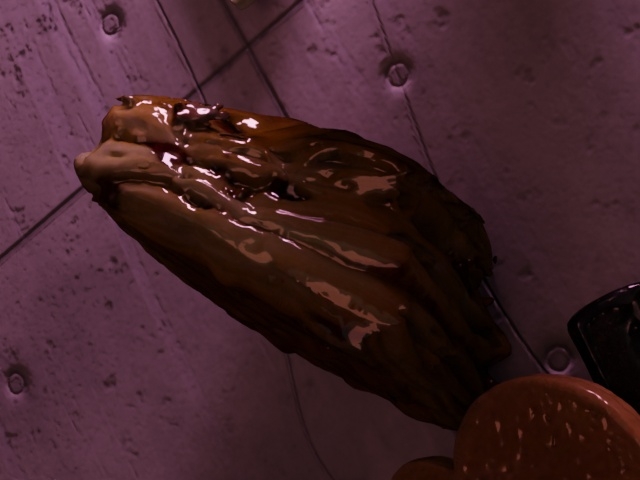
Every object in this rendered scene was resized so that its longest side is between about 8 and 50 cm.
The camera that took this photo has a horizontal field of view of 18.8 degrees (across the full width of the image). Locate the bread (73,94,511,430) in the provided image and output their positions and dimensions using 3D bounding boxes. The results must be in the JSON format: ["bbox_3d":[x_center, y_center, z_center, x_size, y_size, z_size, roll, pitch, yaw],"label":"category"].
[{"bbox_3d":[0.000,0.000,1.526,0.324,0.277,0.167,28,80,30],"label":"bread"}]

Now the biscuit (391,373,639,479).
[{"bbox_3d":[0.144,0.218,1.439,0.289,0.044,0.202,-43,63,35],"label":"biscuit"}]

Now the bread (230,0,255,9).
[{"bbox_3d":[-0.065,-0.306,1.691,0.112,0.036,0.193,-36,67,22],"label":"bread"}]

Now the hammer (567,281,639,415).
[{"bbox_3d":[0.169,0.224,1.503,0.409,0.095,0.242,-36,67,33],"label":"hammer"}]
